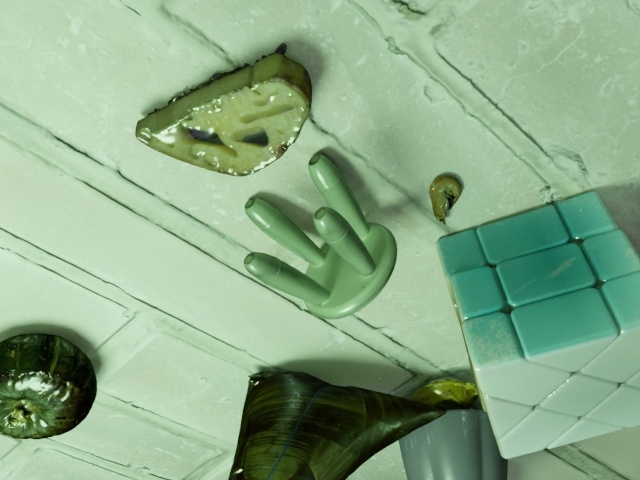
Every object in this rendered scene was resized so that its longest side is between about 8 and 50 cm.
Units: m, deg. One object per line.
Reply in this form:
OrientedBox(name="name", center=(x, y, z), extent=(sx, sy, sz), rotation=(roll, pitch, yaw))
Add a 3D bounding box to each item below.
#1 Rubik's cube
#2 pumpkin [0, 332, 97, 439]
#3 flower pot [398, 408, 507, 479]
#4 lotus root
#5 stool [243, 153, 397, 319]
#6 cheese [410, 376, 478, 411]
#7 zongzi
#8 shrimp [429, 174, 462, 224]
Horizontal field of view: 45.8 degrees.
OrientedBox(name="Rubik's cube", center=(0.418, 0.157, 1.381), extent=(0.322, 0.315, 0.318), rotation=(-16, 134, 9))
OrientedBox(name="pumpkin", center=(-0.551, 0.289, 1.468), extent=(0.238, 0.159, 0.238), rotation=(-1, 135, -1))
OrientedBox(name="flower pot", center=(0.309, 0.525, 1.713), extent=(0.265, 0.243, 0.265), rotation=(-4, 158, -2))
OrientedBox(name="lotus root", center=(-0.127, -0.178, 1.151), extent=(0.261, 0.074, 0.170), rotation=(-27, 134, 18))
OrientedBox(name="stool", center=(0.000, 0.000, 1.258), extent=(0.195, 0.195, 0.198), rotation=(-30, 126, 20))
OrientedBox(name="cheese", center=(0.252, 0.370, 1.729), extent=(0.250, 0.064, 0.156), rotation=(-30, 133, 29))
OrientedBox(name="zongzi", center=(0.039, 0.436, 1.492), extent=(0.432, 0.403, 0.207), rotation=(5, 120, 3))
OrientedBox(name="shrimp", center=(0.224, -0.073, 1.336), extent=(0.059, 0.023, 0.108), rotation=(-22, 134, 0))
